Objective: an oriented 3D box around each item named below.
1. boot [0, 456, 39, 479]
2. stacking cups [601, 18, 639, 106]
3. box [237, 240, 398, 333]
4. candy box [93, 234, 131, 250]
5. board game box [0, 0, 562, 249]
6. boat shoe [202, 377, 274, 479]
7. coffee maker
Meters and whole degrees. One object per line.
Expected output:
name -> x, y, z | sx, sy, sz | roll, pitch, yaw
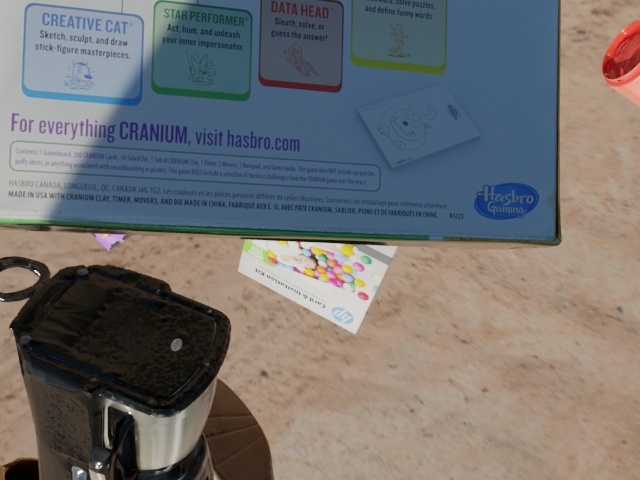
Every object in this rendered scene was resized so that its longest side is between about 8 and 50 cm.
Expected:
boot -> -0.400, 0.344, 1.015 | 0.104, 0.295, 0.211 | 46, 76, -6
stacking cups -> 0.377, -0.090, 0.753 | 0.316, 0.096, 0.096 | 28, 95, -17
box -> 0.000, 0.000, 0.844 | 0.145, 0.186, 0.038 | 28, 53, 6
candy box -> -0.212, -0.091, 0.853 | 0.165, 0.196, 0.070 | 48, 55, -14
board game box -> -0.013, -0.157, 0.372 | 0.242, 0.064, 0.316 | 3, 87, -17
boat shoe -> -0.102, 0.285, 0.955 | 0.089, 0.105, 0.285 | -40, 64, 29
coffee maker -> -0.149, 0.110, 0.602 | 0.171, 0.120, 0.178 | 37, 137, 25
